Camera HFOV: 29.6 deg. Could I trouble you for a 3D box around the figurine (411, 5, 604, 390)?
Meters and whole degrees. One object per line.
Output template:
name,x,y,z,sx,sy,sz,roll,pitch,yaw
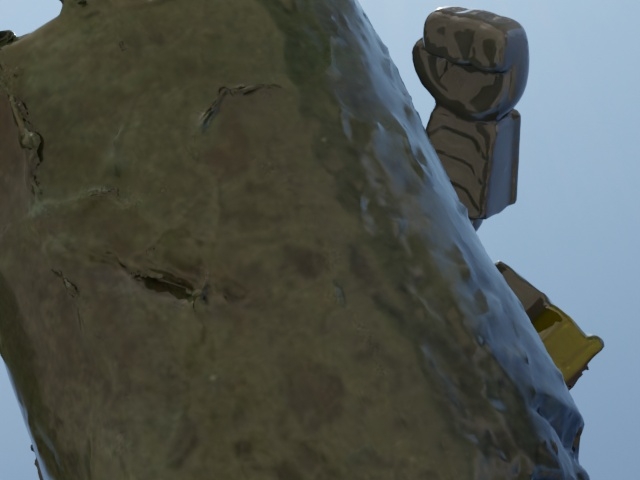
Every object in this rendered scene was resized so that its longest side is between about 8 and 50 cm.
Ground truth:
figurine,0.000,0.000,0.733,0.342,0.285,0.167,-36,-170,14

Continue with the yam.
yam,-0.022,0.040,0.469,0.195,0.195,0.300,-29,-104,13
